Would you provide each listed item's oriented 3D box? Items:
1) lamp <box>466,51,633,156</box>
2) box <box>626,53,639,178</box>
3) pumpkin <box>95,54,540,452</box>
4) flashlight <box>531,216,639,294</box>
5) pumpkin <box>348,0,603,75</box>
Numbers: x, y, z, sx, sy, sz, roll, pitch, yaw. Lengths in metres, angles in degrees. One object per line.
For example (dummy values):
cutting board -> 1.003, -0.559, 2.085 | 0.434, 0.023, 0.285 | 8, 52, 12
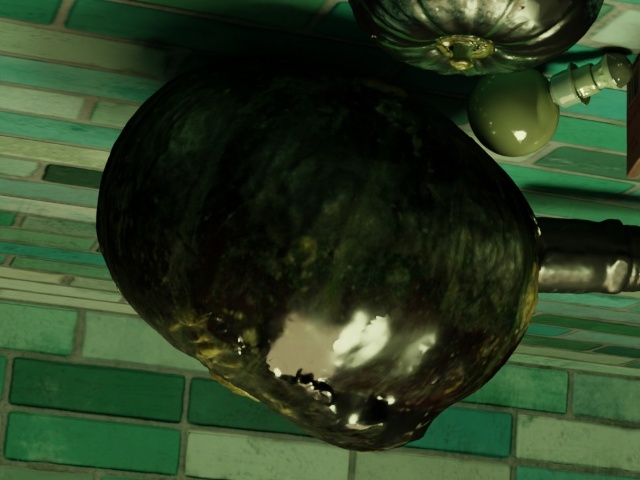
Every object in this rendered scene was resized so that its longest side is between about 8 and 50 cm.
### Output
lamp -> 0.222, -0.138, 1.550 | 0.163, 0.091, 0.091 | -19, 156, 29
box -> 0.323, -0.124, 1.498 | 0.060, 0.111, 0.156 | 4, 168, 1
pumpkin -> 0.000, 0.000, 1.606 | 0.454, 0.344, 0.454 | 30, 180, 0
flashlight -> 0.452, 0.028, 1.991 | 0.424, 0.103, 0.103 | 3, 167, -7
pumpkin -> 0.114, -0.194, 1.210 | 0.202, 0.140, 0.202 | 4, 164, 1
